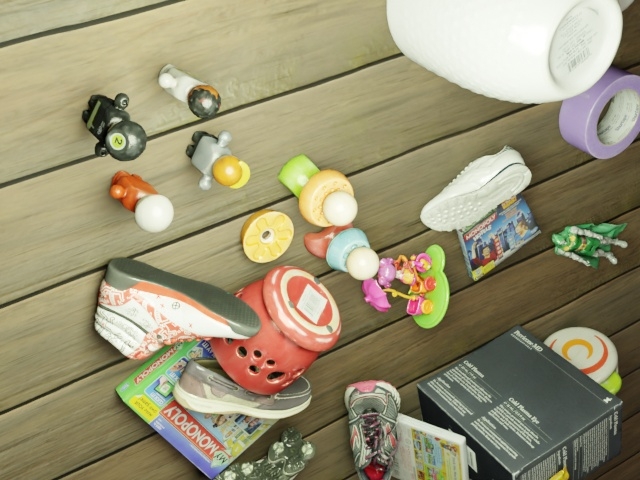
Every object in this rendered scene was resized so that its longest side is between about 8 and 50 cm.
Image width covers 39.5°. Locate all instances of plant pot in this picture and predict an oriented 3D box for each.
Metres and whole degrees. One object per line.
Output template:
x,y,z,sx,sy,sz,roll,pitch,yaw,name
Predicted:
-0.075,0.148,1.565,0.191,0.191,0.174,16,133,-41,plant pot

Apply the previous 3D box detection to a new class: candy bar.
0.461,0.531,1.870,0.161,0.018,0.040,-32,127,-14,candy bar

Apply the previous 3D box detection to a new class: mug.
0.352,-0.391,1.473,0.374,0.328,0.276,-30,131,-18,mug

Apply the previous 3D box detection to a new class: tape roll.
0.605,-0.275,1.900,0.189,0.080,0.189,-19,127,-27,tape roll

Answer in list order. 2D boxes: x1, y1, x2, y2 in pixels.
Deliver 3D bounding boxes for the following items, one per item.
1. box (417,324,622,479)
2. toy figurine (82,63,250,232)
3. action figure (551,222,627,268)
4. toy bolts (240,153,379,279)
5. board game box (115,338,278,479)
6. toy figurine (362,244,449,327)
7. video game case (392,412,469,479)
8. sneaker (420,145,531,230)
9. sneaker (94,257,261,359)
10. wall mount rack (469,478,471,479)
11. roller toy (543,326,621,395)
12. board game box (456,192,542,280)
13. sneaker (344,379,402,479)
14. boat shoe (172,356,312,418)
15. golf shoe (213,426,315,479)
0.450,0.407,2.032,0.312,0.343,0.179,-27,128,-19,box
-0.228,-0.141,1.337,0.209,0.148,0.213,-27,129,-19,toy figurine
0.628,0.010,2.110,0.232,0.063,0.137,7,116,-35,action figure
0.000,0.000,1.581,0.218,0.158,0.228,-47,133,-2,toy bolts
-0.213,0.302,1.696,0.213,0.046,0.317,-42,133,-8,board game box
0.161,0.084,1.798,0.159,0.130,0.173,9,90,-29,toy figurine
0.241,0.496,2.041,0.026,0.206,0.227,-47,140,-39,video game case
0.303,-0.103,1.793,0.235,0.095,0.090,-28,138,7,sneaker
-0.241,0.139,1.476,0.270,0.090,0.145,21,112,-3,sneaker
0.378,0.588,2.241,0.304,0.130,0.350,-36,133,-12,wall mount rack
0.645,0.325,2.229,0.191,0.209,0.146,-6,130,14,roller toy
0.365,-0.045,1.884,0.194,0.060,0.194,-34,131,-14,board game box
0.121,0.421,1.935,0.120,0.112,0.299,-5,126,7,sneaker
-0.128,0.261,1.632,0.285,0.103,0.092,9,116,-33,boat shoe
-0.124,0.499,1.822,0.273,0.105,0.120,-26,151,-35,golf shoe
